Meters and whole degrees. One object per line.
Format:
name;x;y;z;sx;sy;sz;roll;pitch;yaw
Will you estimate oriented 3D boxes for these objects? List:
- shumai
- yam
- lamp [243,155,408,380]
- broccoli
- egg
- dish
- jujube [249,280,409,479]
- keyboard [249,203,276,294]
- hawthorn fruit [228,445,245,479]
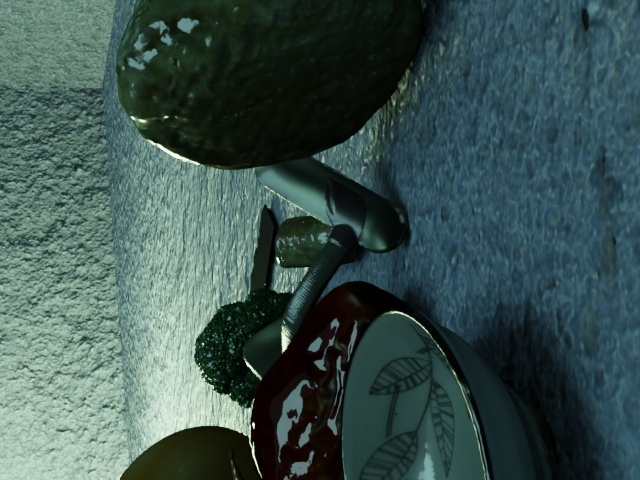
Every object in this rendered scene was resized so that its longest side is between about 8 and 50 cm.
shumai;-0.078;-0.257;1.177;0.292;0.330;0.288;92;159;-60
yam;0.000;0.000;1.351;0.147;0.070;0.069;-7;83;46
lamp;-0.034;0.041;1.270;0.203;0.125;0.283;43;139;27
broccoli;-0.085;0.142;1.490;0.156;0.195;0.195;55;-174;-37
egg;-0.190;0.444;1.605;0.282;0.283;0.351;119;175;-57
dish;0.119;0.209;0.933;0.316;0.106;0.316;177;90;-71
jujube;0.023;0.173;1.158;0.255;0.190;0.190;-66;24;15
keyboard;-0.092;0.043;1.746;0.074;0.015;0.196;-123;36;-53
hawthorn fruit;-0.073;0.369;1.336;0.243;0.208;0.207;66;159;5
